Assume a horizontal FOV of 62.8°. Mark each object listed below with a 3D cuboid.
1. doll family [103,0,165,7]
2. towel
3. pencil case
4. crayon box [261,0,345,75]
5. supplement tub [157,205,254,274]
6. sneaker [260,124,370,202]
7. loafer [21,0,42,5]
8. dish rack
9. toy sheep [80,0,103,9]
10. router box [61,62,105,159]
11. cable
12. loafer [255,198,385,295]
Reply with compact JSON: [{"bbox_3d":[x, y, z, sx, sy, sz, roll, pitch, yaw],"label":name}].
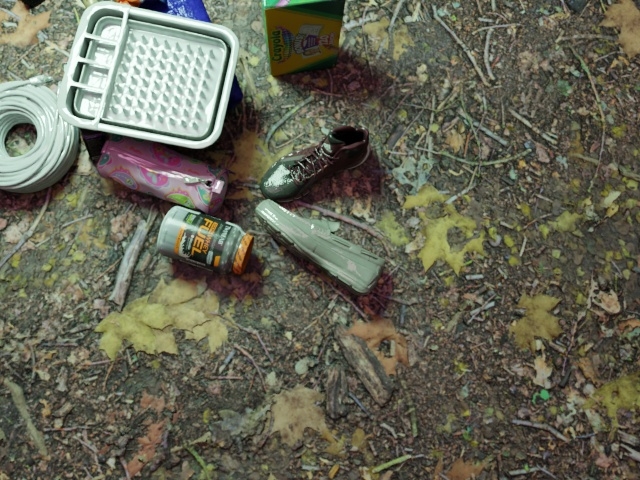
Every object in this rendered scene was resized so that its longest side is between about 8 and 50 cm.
[{"bbox_3d":[-0.445,-0.622,1.177,0.163,0.118,0.263,-12,53,3],"label":"doll family"},{"bbox_3d":[-0.332,-0.413,1.192,0.227,0.076,0.308,-24,82,-2],"label":"towel"},{"bbox_3d":[-0.345,-0.151,1.179,0.284,0.124,0.124,21,81,2],"label":"pencil case"},{"bbox_3d":[-0.042,-0.476,1.163,0.165,0.278,0.081,-9,81,-4],"label":"crayon box"},{"bbox_3d":[-0.251,0.004,1.159,0.190,0.117,0.117,17,81,0],"label":"supplement tub"},{"bbox_3d":[-0.013,-0.189,1.177,0.281,0.162,0.106,-29,83,-7],"label":"sneaker"},{"bbox_3d":[-0.654,-0.667,1.266,0.220,0.080,0.078,-40,85,-8],"label":"loafer"},{"bbox_3d":[-0.352,-0.337,1.107,0.332,0.072,0.286,10,78,-3],"label":"dish rack"},{"bbox_3d":[-0.534,-0.602,1.262,0.091,0.091,0.132,8,66,-1],"label":"toy sheep"},{"bbox_3d":[-0.529,-0.290,1.183,0.046,0.133,0.179,-16,81,-20],"label":"router box"},{"bbox_3d":[-0.688,-0.235,1.193,0.257,0.089,0.257,-6,82,-3],"label":"cable"},{"bbox_3d":[0.000,0.000,1.181,0.319,0.112,0.111,35,76,-5],"label":"loafer"}]
